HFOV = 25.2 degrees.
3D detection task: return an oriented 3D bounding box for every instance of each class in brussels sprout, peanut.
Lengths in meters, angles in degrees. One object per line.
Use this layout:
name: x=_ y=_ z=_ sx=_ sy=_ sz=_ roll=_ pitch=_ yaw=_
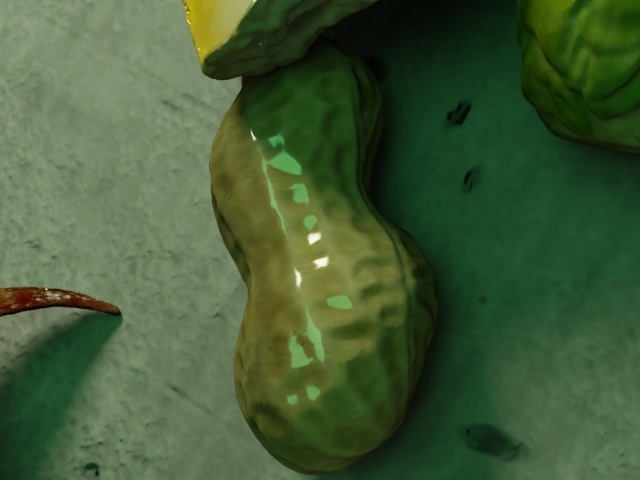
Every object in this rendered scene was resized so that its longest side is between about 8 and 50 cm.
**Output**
brussels sprout: x=0.195 y=-0.160 z=0.857 sx=0.161 sy=0.223 sz=0.223 roll=19 pitch=81 yaw=-18
peanut: x=0.000 y=0.000 z=0.927 sx=0.136 sy=0.120 sz=0.298 roll=-8 pitch=71 yaw=-5

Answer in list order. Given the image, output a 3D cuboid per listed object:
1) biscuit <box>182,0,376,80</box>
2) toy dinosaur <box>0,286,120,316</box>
biscuit: x=0.049 y=-0.329 z=0.936 sx=0.429 sy=0.104 sz=0.446 roll=-45 pitch=40 yaw=22
toy dinosaur: x=-0.282 y=0.184 z=1.010 sx=0.207 sy=0.113 sz=0.327 roll=-12 pitch=59 yaw=45
